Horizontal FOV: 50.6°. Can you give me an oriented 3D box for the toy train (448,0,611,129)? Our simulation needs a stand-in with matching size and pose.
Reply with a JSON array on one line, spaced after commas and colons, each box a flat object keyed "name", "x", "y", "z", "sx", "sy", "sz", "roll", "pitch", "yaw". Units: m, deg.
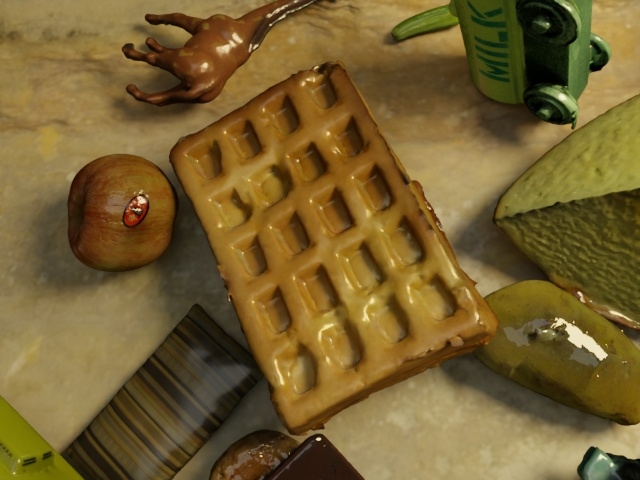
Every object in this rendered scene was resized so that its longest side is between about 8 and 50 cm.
[{"name": "toy train", "x": 0.195, "y": -0.212, "z": 0.658, "sx": 0.157, "sy": 0.253, "sz": 0.105, "roll": 28, "pitch": 81, "yaw": 28}]

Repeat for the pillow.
[{"name": "pillow", "x": -0.157, "y": 0.174, "z": 0.696, "sx": 0.113, "sy": 0.038, "sz": 0.203, "roll": 40, "pitch": 82, "yaw": 16}]

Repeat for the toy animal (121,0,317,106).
[{"name": "toy animal", "x": -0.100, "y": -0.245, "z": 0.790, "sx": 0.230, "sy": 0.066, "sz": 0.224, "roll": 4, "pitch": 57, "yaw": 17}]

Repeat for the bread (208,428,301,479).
[{"name": "bread", "x": -0.062, "y": 0.233, "z": 0.658, "sx": 0.113, "sy": 0.060, "sz": 0.082, "roll": -37, "pitch": 75, "yaw": -6}]

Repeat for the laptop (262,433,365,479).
[{"name": "laptop", "x": 0.010, "y": 0.298, "z": 0.618, "sx": 0.154, "sy": 0.026, "sz": 0.207, "roll": -42, "pitch": 95, "yaw": -10}]

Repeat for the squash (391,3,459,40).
[{"name": "squash", "x": 0.124, "y": -0.253, "z": 0.782, "sx": 0.089, "sy": 0.027, "sz": 0.027, "roll": -13, "pitch": 74, "yaw": 6}]

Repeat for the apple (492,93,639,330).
[{"name": "apple", "x": 0.347, "y": -0.038, "z": 0.602, "sx": 0.346, "sy": 0.179, "sz": 0.254, "roll": -17, "pitch": 71, "yaw": 40}]

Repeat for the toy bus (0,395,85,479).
[{"name": "toy bus", "x": -0.302, "y": 0.262, "z": 0.634, "sx": 0.262, "sy": 0.128, "sz": 0.150, "roll": 38, "pitch": 93, "yaw": 15}]

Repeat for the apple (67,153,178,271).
[{"name": "apple", "x": -0.210, "y": -0.028, "z": 0.717, "sx": 0.102, "sy": 0.126, "sz": 0.126, "roll": 2, "pitch": 70, "yaw": -37}]

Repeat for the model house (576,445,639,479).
[{"name": "model house", "x": 0.308, "y": 0.264, "z": 0.502, "sx": 0.241, "sy": 0.261, "sz": 0.226, "roll": 38, "pitch": 82, "yaw": 13}]

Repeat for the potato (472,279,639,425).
[{"name": "potato", "x": 0.232, "y": 0.106, "z": 0.647, "sx": 0.188, "sy": 0.085, "sz": 0.105, "roll": 33, "pitch": 87, "yaw": 8}]

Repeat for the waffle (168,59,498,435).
[{"name": "waffle", "x": 0.000, "y": 0.000, "z": 0.665, "sx": 0.224, "sy": 0.098, "sz": 0.327, "roll": -30, "pitch": 68, "yaw": 8}]
